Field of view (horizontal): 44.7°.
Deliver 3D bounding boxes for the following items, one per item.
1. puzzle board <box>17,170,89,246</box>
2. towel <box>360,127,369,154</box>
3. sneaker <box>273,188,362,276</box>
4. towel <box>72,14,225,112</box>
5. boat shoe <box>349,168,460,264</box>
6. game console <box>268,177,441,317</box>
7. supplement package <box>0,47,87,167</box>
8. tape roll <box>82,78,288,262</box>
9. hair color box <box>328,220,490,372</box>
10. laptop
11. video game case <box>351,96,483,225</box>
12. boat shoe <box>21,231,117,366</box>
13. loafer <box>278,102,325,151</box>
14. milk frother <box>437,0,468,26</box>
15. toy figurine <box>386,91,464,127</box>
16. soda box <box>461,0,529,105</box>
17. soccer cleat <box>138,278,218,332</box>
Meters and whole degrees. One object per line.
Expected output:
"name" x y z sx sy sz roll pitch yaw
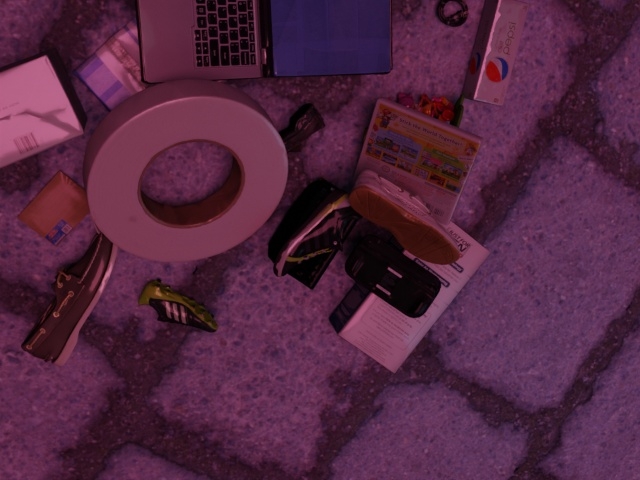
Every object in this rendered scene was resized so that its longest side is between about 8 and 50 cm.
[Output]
"puzzle board" -0.524 -0.063 1.553 0.096 0.011 0.128 42 93 -23
"towel" 0.200 -0.183 1.701 0.237 0.021 0.102 6 108 -16
"sneaker" 0.000 0.000 1.592 0.097 0.084 0.235 42 97 3
"towel" -0.305 -0.340 1.516 0.285 0.034 0.209 -40 111 0
"boat shoe" 0.184 -0.053 1.590 0.277 0.096 0.098 36 136 -21
"game console" 0.077 0.043 1.648 0.361 0.044 0.213 34 96 5
"supplement package" -0.540 -0.237 1.394 0.194 0.203 0.149 -23 111 -6
"tape roll" -0.255 -0.123 1.491 0.391 0.072 0.392 -14 134 -14
"hair color box" 0.195 0.102 1.736 0.174 0.105 0.347 36 95 -19
"laptop" -0.102 -0.484 1.393 0.407 0.236 0.382 -11 105 -35
"video game case" 0.194 -0.161 1.600 0.226 0.026 0.206 25 125 12
"boat shoe" -0.499 0.110 1.558 0.091 0.109 0.305 25 101 -23
"loafer" -0.060 -0.203 1.606 0.170 0.062 0.061 -44 116 3
"milk frother" 0.285 -0.505 1.562 0.129 0.135 0.143 -32 110 11
"toy figurine" 0.207 -0.265 1.634 0.159 0.130 0.173 20 60 -1
"soda box" 0.369 -0.401 1.653 0.073 0.069 0.216 9 103 -16
"soccer cleat" -0.302 0.152 1.653 0.178 0.060 0.072 34 105 -14
